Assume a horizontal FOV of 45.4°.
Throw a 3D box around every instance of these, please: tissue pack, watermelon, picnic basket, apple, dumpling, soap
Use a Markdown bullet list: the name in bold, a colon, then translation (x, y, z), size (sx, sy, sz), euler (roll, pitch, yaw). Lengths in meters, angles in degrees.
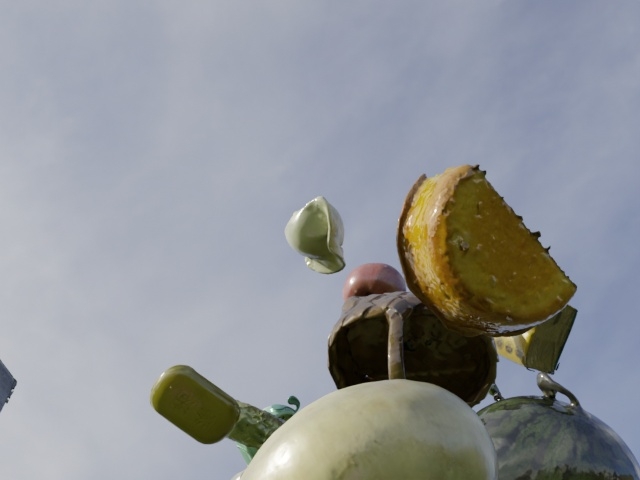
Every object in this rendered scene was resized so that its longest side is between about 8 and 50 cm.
- **tissue pack**: translation (0.506, 0.214, 1.978), size (0.134, 0.271, 0.192), euler (20, -90, -29)
- **watermelon**: translation (0.276, 0.357, 0.986), size (0.279, 0.279, 0.359), euler (13, -82, -18)
- **picnic basket**: translation (0.173, 0.257, 1.469), size (0.337, 0.337, 0.293), euler (-11, -65, 7)
- **apple**: translation (0.128, 0.128, 1.824), size (0.154, 0.120, 0.153), euler (2, -81, 11)
- **dumpling**: translation (0.000, -0.001, 1.403), size (0.100, 0.134, 0.169), euler (-17, -18, -47)
- **soap**: translation (-0.191, 0.251, 1.162), size (0.140, 0.045, 0.089), euler (38, -90, -11)

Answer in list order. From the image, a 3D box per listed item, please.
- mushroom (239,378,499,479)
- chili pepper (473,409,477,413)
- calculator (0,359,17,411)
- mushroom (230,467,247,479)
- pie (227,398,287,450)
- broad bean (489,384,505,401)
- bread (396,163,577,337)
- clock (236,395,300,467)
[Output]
- **mushroom**: translation (0.044, 0.241, 0.649), size (0.246, 0.202, 0.246), euler (-14, -45, -14)
- **chili pepper**: translation (0.386, 0.503, 1.949), size (0.050, 0.182, 0.073), euler (45, -52, -13)
- **calculator**: translation (-0.783, 0.310, 1.741), size (0.021, 0.161, 0.261), euler (-2, -47, 12)
- **mushroom**: translation (-0.214, 0.651, 1.679), size (0.122, 0.159, 0.328), euler (36, -65, 8)
- **pie**: translation (-0.066, 0.364, 1.410), size (0.323, 0.070, 0.323), euler (18, -14, 5)
- **broad bean**: translation (0.363, 0.270, 1.834), size (0.060, 0.297, 0.043), euler (-39, -43, 25)
- **bread**: translation (0.258, 0.047, 1.294), size (0.340, 0.179, 0.194), euler (50, -23, -6)
- **clock**: translation (-0.109, 0.467, 1.841), size (0.060, 0.189, 0.148), euler (13, -50, 46)
